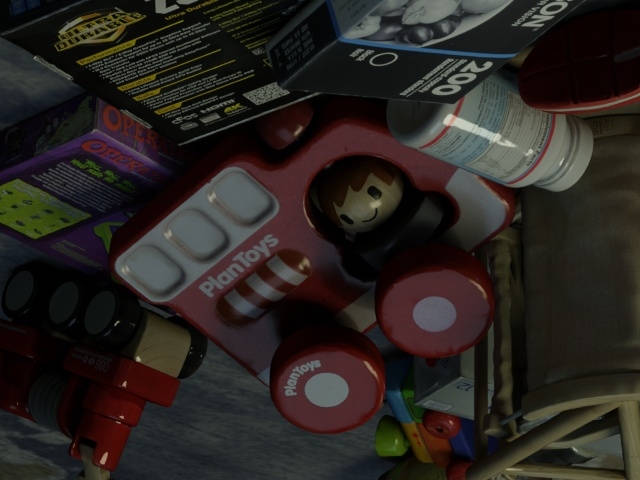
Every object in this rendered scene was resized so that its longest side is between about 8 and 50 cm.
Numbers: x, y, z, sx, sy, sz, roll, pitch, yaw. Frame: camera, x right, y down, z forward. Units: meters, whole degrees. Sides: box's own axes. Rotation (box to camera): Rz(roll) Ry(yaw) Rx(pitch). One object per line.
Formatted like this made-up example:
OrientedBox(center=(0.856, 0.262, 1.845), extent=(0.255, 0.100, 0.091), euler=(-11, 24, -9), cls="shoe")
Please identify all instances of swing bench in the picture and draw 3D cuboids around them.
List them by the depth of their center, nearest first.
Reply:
OrientedBox(center=(0.229, 0.058, 1.574), extent=(0.165, 0.253, 0.254), euler=(5, 152, -6), cls="swing bench")

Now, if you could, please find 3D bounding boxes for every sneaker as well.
OrientedBox(center=(0.273, -0.122, 1.405), extent=(0.221, 0.087, 0.128), euler=(-12, 149, 28), cls="sneaker")

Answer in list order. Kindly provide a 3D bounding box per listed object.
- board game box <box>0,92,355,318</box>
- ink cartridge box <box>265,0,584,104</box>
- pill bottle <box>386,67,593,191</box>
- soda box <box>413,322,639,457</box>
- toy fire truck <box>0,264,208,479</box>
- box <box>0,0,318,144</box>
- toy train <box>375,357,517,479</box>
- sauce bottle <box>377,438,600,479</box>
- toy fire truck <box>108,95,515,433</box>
OrientedBox(center=(-0.152, -0.019, 1.675), extent=(0.208, 0.056, 0.347), euler=(-15, 149, 37), cls="board game box")
OrientedBox(center=(0.104, -0.153, 1.182), extent=(0.208, 0.045, 0.206), euler=(-1, 158, -36), cls="ink cartridge box")
OrientedBox(center=(0.138, -0.094, 1.463), extent=(0.160, 0.087, 0.087), euler=(20, 148, -33), cls="pill bottle")
OrientedBox(center=(0.238, 0.145, 1.915), extent=(0.286, 0.098, 0.091), euler=(16, 149, -26), cls="soda box")
OrientedBox(center=(-0.232, 0.173, 1.787), extent=(0.217, 0.246, 0.158), euler=(11, 167, 47), cls="toy fire truck")
OrientedBox(center=(-0.019, -0.179, 1.209), extent=(0.322, 0.079, 0.257), euler=(-19, 159, 17), cls="box")
OrientedBox(center=(0.126, 0.226, 2.021), extent=(0.143, 0.105, 0.248), euler=(1, 134, 28), cls="toy train")
OrientedBox(center=(0.198, 0.271, 2.153), extent=(0.111, 0.111, 0.344), euler=(19, 147, -31), cls="sauce bottle")
OrientedBox(center=(0.000, 0.000, 1.560), extent=(0.302, 0.169, 0.254), euler=(-39, 116, 25), cls="toy fire truck")
